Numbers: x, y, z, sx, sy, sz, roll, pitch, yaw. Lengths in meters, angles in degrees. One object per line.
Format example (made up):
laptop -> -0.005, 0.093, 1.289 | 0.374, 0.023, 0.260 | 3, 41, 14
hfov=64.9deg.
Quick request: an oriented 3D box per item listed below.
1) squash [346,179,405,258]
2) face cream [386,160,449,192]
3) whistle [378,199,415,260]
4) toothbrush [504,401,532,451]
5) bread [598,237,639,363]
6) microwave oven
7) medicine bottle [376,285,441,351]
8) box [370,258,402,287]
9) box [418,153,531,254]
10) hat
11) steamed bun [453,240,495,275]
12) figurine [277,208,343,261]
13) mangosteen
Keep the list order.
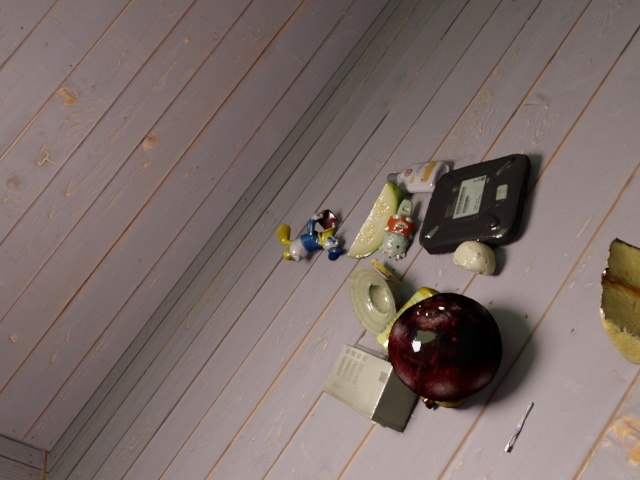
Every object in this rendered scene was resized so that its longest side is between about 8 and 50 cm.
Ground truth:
squash -> 0.226, -0.064, 1.973 | 0.288, 0.111, 0.203 | -59, -4, -22
face cream -> 0.381, -0.252, 2.024 | 0.291, 0.071, 0.144 | 8, 63, 58
whistle -> 0.293, -0.038, 1.867 | 0.106, 0.102, 0.253 | -16, 48, 58
toothbrush -> 0.462, 0.434, 1.174 | 0.011, 0.013, 0.131 | 19, 71, 49
bread -> 0.683, 0.117, 1.059 | 0.135, 0.178, 0.240 | -14, 44, 50
microwave oven -> 0.154, 0.419, 1.481 | 0.240, 0.145, 0.194 | 7, 66, 57
medicine bottle -> 0.287, 0.249, 1.530 | 0.239, 0.124, 0.124 | -48, 29, 3
box -> 0.234, 0.116, 1.803 | 0.020, 0.073, 0.149 | -48, 28, 1
box -> 0.509, -0.122, 1.669 | 0.350, 0.091, 0.359 | -13, 45, 48
hat -> 0.210, 0.192, 1.697 | 0.110, 0.252, 0.252 | -17, 13, -30
steamed bun -> 0.467, 0.050, 1.506 | 0.130, 0.113, 0.090 | -149, 78, -71
figurine -> 0.000, 0.000, 2.228 | 0.283, 0.204, 0.338 | -50, 40, -14
mangosteen -> 0.324, 0.285, 1.296 | 0.297, 0.293, 0.297 | -22, -2, -1
